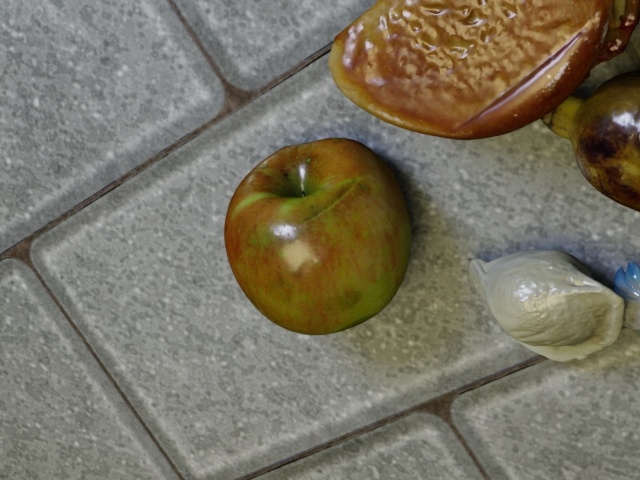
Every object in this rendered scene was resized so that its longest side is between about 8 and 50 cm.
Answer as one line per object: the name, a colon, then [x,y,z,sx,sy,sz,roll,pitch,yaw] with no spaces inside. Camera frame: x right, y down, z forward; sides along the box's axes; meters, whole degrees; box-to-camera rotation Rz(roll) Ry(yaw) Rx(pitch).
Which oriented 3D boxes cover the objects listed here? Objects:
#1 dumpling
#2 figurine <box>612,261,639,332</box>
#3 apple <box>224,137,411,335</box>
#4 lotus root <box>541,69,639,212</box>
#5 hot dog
dumpling: [0.289,0.087,1.624,0.216,0.126,0.166,-13,124,27]
figurine: [0.402,0.076,1.597,0.114,0.079,0.114,36,161,14]
apple: [0.000,0.000,1.682,0.246,0.246,0.226,2,134,25]
lotus root: [0.396,-0.106,1.457,0.314,0.141,0.169,13,115,21]
hot dog: [0.211,-0.251,1.447,0.405,0.185,0.223,-36,94,35]
